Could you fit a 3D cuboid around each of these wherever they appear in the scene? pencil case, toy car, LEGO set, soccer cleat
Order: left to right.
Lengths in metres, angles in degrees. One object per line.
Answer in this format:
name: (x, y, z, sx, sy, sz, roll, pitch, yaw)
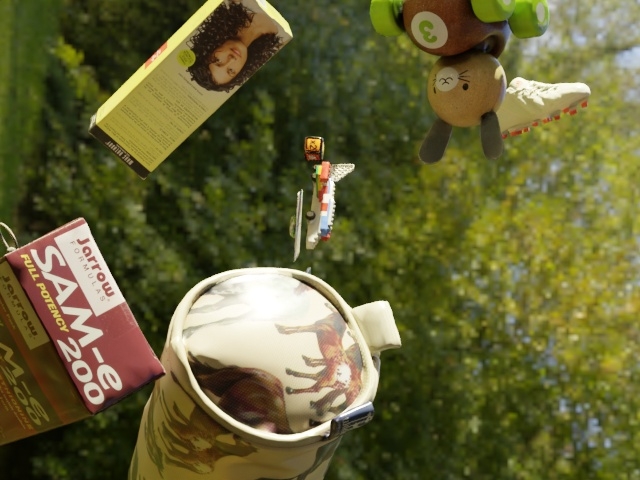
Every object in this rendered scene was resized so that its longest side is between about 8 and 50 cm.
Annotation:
pencil case: (-0.070, 0.200, 1.073, 0.410, 0.184, 0.159, 111, -25, -48)
LEGO set: (0.000, 0.000, 1.457, 0.182, 0.060, 0.244, -56, 149, -82)
toy car: (0.148, -0.177, 1.348, 0.149, 0.155, 0.188, 8, 82, -52)
soccer cleat: (0.298, -0.197, 1.752, 0.196, 0.068, 0.076, -17, -89, 61)

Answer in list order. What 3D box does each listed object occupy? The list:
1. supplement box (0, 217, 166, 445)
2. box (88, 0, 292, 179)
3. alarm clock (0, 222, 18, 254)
supplement box: (-0.227, 0.080, 0.958, 0.239, 0.073, 0.130, -24, -85, 52)
box: (-0.143, -0.177, 1.362, 0.232, 0.087, 0.058, -43, -156, 14)
alarm clock: (-0.337, 0.062, 1.428, 0.129, 0.064, 0.192, 30, -42, 44)
